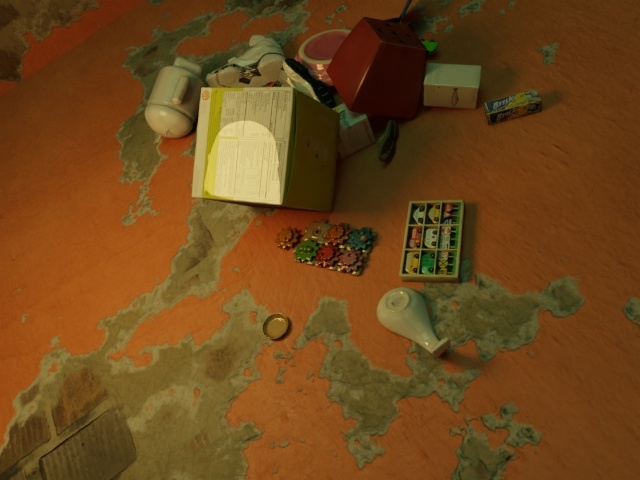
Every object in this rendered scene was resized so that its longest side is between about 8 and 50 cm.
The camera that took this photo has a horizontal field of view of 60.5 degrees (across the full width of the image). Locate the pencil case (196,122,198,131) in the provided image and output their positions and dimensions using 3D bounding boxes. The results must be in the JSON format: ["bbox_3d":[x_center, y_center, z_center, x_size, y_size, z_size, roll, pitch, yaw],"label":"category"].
[{"bbox_3d":[-0.413,-0.360,2.119,0.124,0.113,0.273,-32,48,28],"label":"pencil case"}]

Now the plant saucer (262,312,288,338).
[{"bbox_3d":[-0.132,0.257,1.633,0.083,0.015,0.083,-11,54,15],"label":"plant saucer"}]

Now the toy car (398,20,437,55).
[{"bbox_3d":[0.345,-0.737,2.104,0.225,0.053,0.239,22,68,33],"label":"toy car"}]

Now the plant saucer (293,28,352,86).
[{"bbox_3d":[0.043,-0.739,2.181,0.332,0.084,0.332,-8,47,9],"label":"plant saucer"}]

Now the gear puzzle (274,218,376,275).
[{"bbox_3d":[0.000,0.000,1.738,0.339,0.044,0.175,12,62,29],"label":"gear puzzle"}]

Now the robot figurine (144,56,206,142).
[{"bbox_3d":[-0.599,-0.574,2.269,0.300,0.200,0.353,159,129,-69],"label":"robot figurine"}]

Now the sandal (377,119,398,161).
[{"bbox_3d":[0.223,-0.335,1.868,0.049,0.072,0.180,-8,51,37],"label":"sandal"}]

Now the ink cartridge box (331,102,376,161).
[{"bbox_3d":[0.082,-0.384,1.919,0.176,0.128,0.127,-25,51,3],"label":"ink cartridge box"}]

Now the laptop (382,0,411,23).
[{"bbox_3d":[0.262,-0.913,2.153,0.264,0.136,0.234,-6,27,13],"label":"laptop"}]

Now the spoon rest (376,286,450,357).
[{"bbox_3d":[0.250,0.221,1.472,0.137,0.084,0.276,-35,38,-5],"label":"spoon rest"}]

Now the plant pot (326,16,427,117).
[{"bbox_3d":[0.210,-0.601,1.875,0.267,0.235,0.267,-1,47,-25],"label":"plant pot"}]

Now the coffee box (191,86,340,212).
[{"bbox_3d":[-0.159,-0.274,1.731,0.334,0.338,0.338,6,92,26],"label":"coffee box"}]

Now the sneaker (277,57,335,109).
[{"bbox_3d":[-0.051,-0.567,2.085,0.271,0.108,0.100,45,41,4],"label":"sneaker"}]

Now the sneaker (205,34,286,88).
[{"bbox_3d":[-0.309,-0.748,2.339,0.366,0.137,0.210,-12,52,9],"label":"sneaker"}]

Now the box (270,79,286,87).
[{"bbox_3d":[-0.152,-0.551,2.183,0.175,0.051,0.220,27,70,34],"label":"box"}]

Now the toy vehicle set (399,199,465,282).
[{"bbox_3d":[0.330,-0.002,1.607,0.166,0.035,0.266,-1,57,22],"label":"toy vehicle set"}]

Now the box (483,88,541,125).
[{"bbox_3d":[0.620,-0.430,1.774,0.169,0.054,0.059,-13,53,15],"label":"box"}]

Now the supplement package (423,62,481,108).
[{"bbox_3d":[0.446,-0.523,1.859,0.179,0.105,0.105,7,60,14],"label":"supplement package"}]
